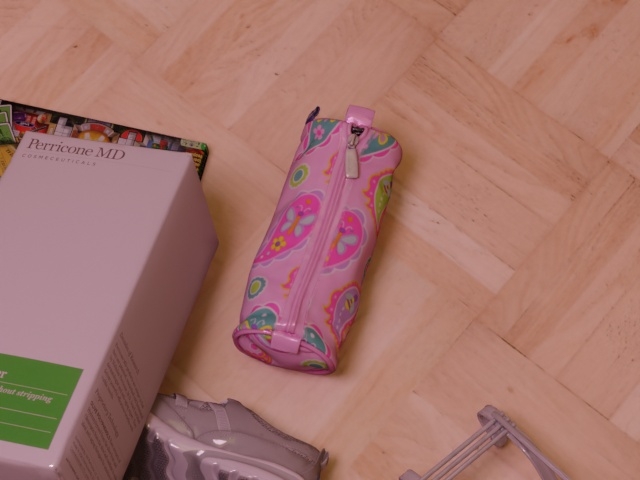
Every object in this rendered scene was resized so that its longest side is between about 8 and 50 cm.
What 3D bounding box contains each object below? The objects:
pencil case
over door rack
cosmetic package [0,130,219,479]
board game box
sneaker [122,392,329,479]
[{"bbox_3d":[0.000,0.000,1.553,0.124,0.124,0.284,17,69,7],"label":"pencil case"},{"bbox_3d":[0.180,0.324,1.380,0.239,0.108,0.324,-37,41,-15],"label":"over door rack"},{"bbox_3d":[-0.254,0.084,1.418,0.196,0.155,0.366,7,55,15],"label":"cosmetic package"},{"bbox_3d":[-0.267,-0.072,1.633,0.259,0.030,0.136,12,70,5],"label":"board game box"},{"bbox_3d":[-0.124,0.209,1.494,0.281,0.105,0.115,24,35,14],"label":"sneaker"}]
